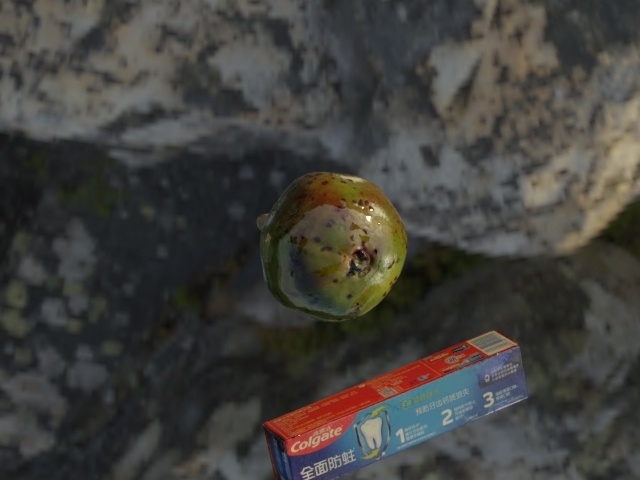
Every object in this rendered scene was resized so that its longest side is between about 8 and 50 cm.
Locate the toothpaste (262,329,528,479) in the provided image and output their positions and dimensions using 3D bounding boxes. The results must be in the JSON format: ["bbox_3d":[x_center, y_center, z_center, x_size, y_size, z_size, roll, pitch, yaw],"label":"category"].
[{"bbox_3d":[0.091,0.199,2.263,0.320,0.066,0.076,-19,114,-20],"label":"toothpaste"}]

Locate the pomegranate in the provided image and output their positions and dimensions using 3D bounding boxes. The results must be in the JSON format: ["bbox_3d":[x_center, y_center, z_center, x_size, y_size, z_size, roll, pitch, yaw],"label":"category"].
[{"bbox_3d":[0.000,0.000,1.452,0.114,0.142,0.115,-6,104,-27],"label":"pomegranate"}]
